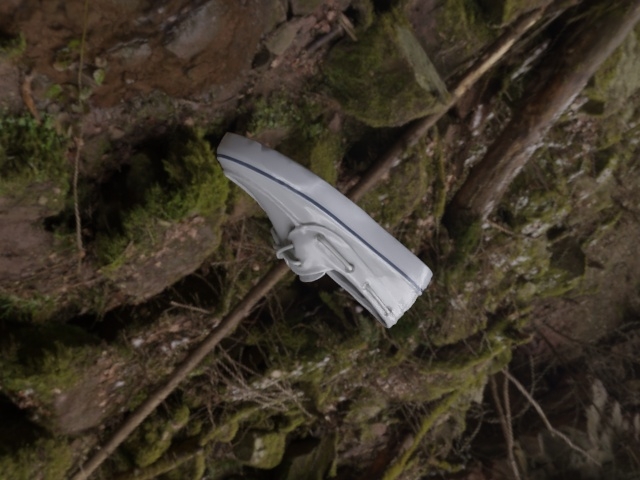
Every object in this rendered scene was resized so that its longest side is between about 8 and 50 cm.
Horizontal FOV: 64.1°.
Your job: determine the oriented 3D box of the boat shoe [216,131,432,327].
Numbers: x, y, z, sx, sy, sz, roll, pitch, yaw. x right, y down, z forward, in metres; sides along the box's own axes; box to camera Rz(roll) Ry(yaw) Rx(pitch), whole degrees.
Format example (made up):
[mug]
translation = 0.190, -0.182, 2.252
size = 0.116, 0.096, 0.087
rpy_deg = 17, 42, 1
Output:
[boat shoe]
translation = 0.000, 0.000, 0.491
size = 0.084, 0.258, 0.095
rpy_deg = -57, -161, -6
